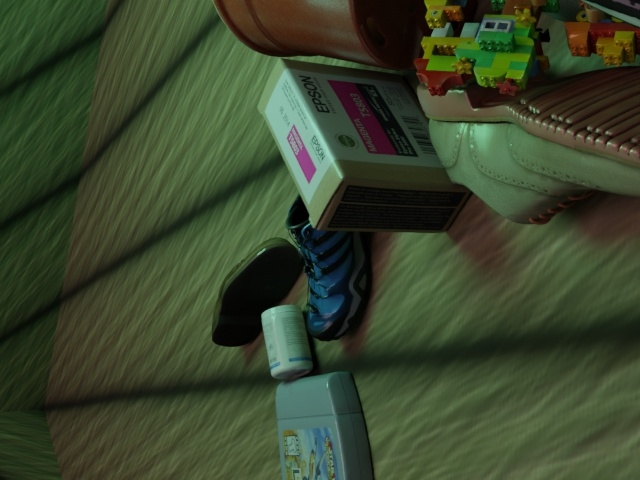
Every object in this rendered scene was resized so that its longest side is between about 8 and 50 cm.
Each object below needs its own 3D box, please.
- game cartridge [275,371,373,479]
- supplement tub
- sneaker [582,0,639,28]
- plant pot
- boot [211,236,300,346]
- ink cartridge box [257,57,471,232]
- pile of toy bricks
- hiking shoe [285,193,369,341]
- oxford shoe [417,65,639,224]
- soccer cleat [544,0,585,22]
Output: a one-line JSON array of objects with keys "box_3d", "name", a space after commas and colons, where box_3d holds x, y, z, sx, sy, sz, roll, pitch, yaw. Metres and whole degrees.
[{"box_3d": [0.006, 0.353, 1.173, 0.198, 0.062, 0.297, -29, 64, 60], "name": "game cartridge"}, {"box_3d": [-0.054, 0.166, 1.262, 0.071, 0.071, 0.107, -41, 53, 51], "name": "supplement tub"}, {"box_3d": [0.246, -0.288, 0.561, 0.169, 0.258, 0.447, -53, 39, 40], "name": "sneaker"}, {"box_3d": [0.040, -0.338, 0.971, 0.265, 0.272, 0.272, 33, 117, 46], "name": "plant pot"}, {"box_3d": [-0.127, 0.068, 1.366, 0.305, 0.112, 0.115, 127, 145, -47], "name": "boot"}, {"box_3d": [0.052, -0.120, 0.978, 0.088, 0.193, 0.234, -61, 41, 39], "name": "ink cartridge box"}, {"box_3d": [0.172, -0.175, 0.699, 0.212, 0.118, 0.105, 10, 67, 30], "name": "pile of toy bricks"}, {"box_3d": [0.000, 0.000, 1.118, 0.113, 0.132, 0.303, 28, 112, 57], "name": "hiking shoe"}, {"box_3d": [0.236, -0.083, 0.745, 0.397, 0.141, 0.146, -140, 33, -64], "name": "oxford shoe"}, {"box_3d": [0.202, -0.363, 0.786, 0.116, 0.143, 0.331, -50, 47, 46], "name": "soccer cleat"}]
